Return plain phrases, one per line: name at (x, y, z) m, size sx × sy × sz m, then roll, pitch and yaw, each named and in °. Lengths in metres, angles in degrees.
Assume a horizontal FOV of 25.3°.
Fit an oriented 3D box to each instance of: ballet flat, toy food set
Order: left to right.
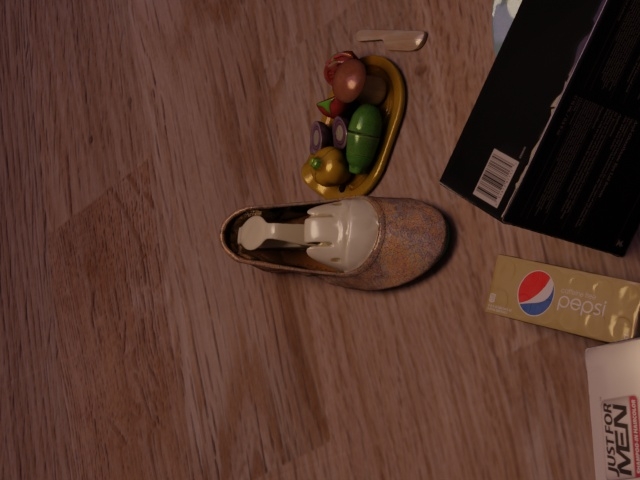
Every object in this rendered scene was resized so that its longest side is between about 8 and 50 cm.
ballet flat at (0.000, 0.000, 1.603) m, size 0.316 × 0.106 × 0.107 m, roll -5°, pitch 76°, yaw 46°
toy food set at (0.028, -0.153, 1.641) m, size 0.128 × 0.071 × 0.217 m, roll 22°, pitch 96°, yaw 48°

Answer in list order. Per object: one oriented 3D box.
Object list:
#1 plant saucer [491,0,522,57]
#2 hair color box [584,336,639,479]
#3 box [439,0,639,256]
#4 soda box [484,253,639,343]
plant saucer at (0.234, -0.236, 1.436) m, size 0.195 × 0.037 × 0.194 m, roll 180°, pitch 90°, yaw -69°
hair color box at (0.387, 0.146, 1.142) m, size 0.347 × 0.105 × 0.173 m, roll -17°, pitch 67°, yaw 43°
box at (0.250, -0.134, 1.311) m, size 0.103 × 0.184 × 0.261 m, roll 37°, pitch 106°, yaw 48°
soda box at (0.246, 0.060, 1.355) m, size 0.181 × 0.058 × 0.061 m, roll 13°, pitch 89°, yaw 49°
